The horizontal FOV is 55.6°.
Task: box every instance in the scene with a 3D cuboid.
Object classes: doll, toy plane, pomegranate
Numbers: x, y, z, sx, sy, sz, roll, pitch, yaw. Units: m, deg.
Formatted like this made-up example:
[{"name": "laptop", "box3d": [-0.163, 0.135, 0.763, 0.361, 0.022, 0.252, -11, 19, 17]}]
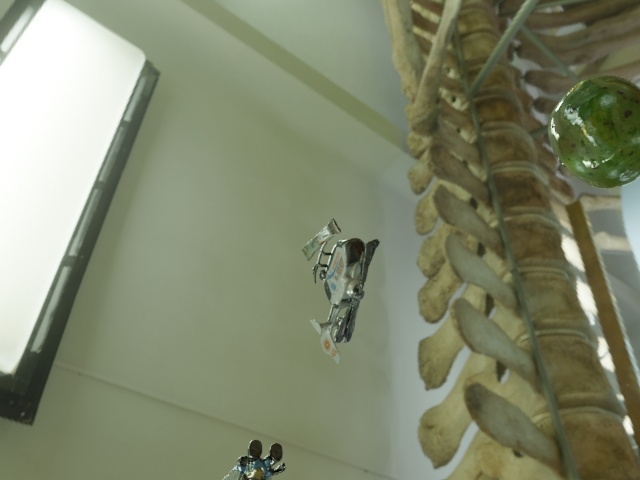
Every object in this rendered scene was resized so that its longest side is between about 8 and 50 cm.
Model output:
[{"name": "doll", "box3d": [-0.122, 0.417, 1.062, 0.096, 0.195, 0.070, 17, -142, -11]}, {"name": "toy plane", "box3d": [0.027, 0.070, 0.821, 0.053, 0.197, 0.078, -2, -151, -34]}, {"name": "pomegranate", "box3d": [0.487, -0.193, 0.982, 0.187, 0.225, 0.187, 51, -166, -17]}]

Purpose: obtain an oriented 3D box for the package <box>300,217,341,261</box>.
[{"name": "package", "box3d": [0.000, 0.000, 1.282, 0.015, 0.110, 0.037, 2, -128, -50]}]
